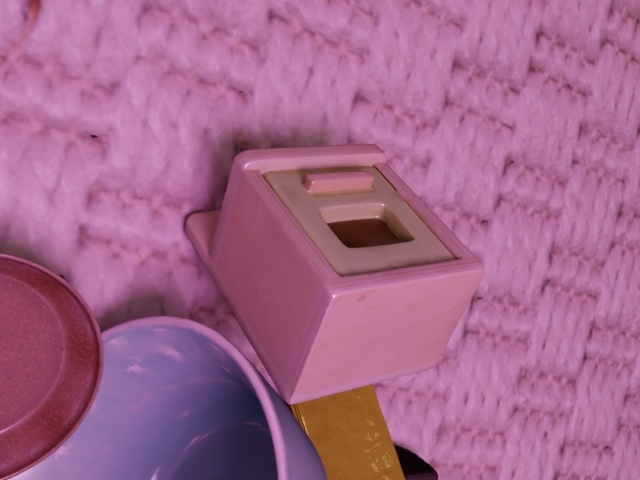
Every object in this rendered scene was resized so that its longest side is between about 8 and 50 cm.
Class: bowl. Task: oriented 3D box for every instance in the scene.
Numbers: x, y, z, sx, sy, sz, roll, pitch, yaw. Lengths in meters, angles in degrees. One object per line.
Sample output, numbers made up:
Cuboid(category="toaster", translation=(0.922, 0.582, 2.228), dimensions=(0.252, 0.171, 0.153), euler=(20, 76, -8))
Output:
Cuboid(category="bowl", translation=(-0.114, 0.234, 0.607), dimensions=(0.163, 0.311, 0.312), euler=(35, 76, -51))

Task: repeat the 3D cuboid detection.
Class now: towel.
Cuboid(category="towel", translation=(0.017, 0.167, 0.770), dimensions=(0.102, 0.021, 0.237), euler=(-15, 83, -30))

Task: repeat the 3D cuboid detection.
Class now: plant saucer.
Cuboid(category="plant saucer", translation=(-0.267, 0.095, 0.551), dimensions=(0.198, 0.036, 0.199), euler=(-12, 115, -26))

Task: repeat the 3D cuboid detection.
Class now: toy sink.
Cuboid(category="toy sink", translation=(0.000, 0.000, 0.641), dimensions=(0.152, 0.234, 0.131), euler=(-6, 132, -32))

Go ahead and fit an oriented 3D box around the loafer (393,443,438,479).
Cuboid(category="loafer", translation=(0.032, 0.281, 0.817), dimensions=(0.220, 0.080, 0.078), euler=(2, 105, -28))
